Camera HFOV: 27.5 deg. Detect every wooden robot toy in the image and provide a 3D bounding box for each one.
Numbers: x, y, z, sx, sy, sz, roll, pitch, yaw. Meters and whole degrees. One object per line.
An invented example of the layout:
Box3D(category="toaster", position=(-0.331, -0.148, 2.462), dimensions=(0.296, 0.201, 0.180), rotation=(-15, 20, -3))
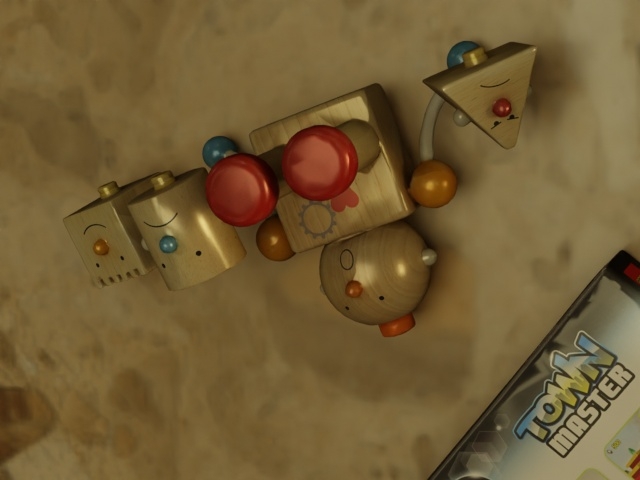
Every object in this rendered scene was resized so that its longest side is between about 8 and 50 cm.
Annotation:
Box3D(category="wooden robot toy", position=(0.000, 0.000, 0.407), dimensions=(0.173, 0.076, 0.079), rotation=(-19, 102, 24))

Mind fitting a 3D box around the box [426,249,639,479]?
Box3D(category="box", position=(0.073, 0.118, 0.411), dimensions=(0.114, 0.036, 0.207), rotation=(41, 111, 11))
